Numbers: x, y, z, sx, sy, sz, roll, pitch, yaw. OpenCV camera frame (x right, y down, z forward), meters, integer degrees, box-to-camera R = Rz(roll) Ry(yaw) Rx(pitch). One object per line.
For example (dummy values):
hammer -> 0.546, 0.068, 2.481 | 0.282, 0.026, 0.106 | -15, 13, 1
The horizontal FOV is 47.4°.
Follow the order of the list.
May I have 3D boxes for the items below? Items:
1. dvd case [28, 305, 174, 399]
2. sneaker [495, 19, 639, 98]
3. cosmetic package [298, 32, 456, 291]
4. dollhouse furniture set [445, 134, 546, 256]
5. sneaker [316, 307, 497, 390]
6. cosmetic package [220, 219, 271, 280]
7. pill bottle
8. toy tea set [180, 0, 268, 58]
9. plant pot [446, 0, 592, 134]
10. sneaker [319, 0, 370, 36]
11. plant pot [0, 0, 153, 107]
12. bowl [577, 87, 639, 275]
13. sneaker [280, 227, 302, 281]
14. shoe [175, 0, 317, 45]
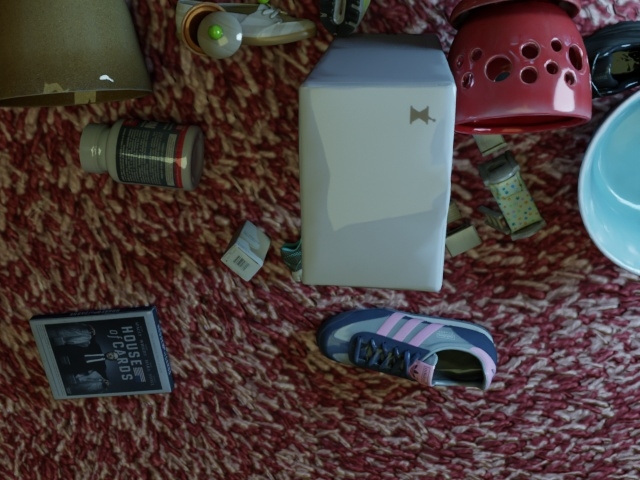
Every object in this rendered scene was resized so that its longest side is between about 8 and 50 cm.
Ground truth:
dvd case -> -0.409, 0.214, 1.373 | 0.239, 0.029, 0.179 | -5, 112, 8
sneaker -> 0.366, -0.247, 1.061 | 0.286, 0.130, 0.109 | -17, 112, 13
cosmetic package -> 0.079, -0.133, 0.956 | 0.161, 0.453, 0.230 | 2, 112, 5
dollhouse furniture set -> 0.241, -0.078, 1.156 | 0.161, 0.101, 0.182 | -27, 108, 15
sneaker -> 0.147, 0.193, 1.260 | 0.319, 0.131, 0.112 | 2, 113, 4
cosmetic package -> -0.123, 0.015, 1.219 | 0.060, 0.115, 0.041 | 40, 109, -12
pill bottle -> -0.286, -0.141, 1.172 | 0.180, 0.108, 0.108 | 6, 113, 2
toy tea set -> -0.154, -0.422, 0.997 | 0.200, 0.124, 0.336 | -18, 93, 9
plant pot -> 0.256, -0.235, 0.967 | 0.191, 0.191, 0.174 | -2, 89, 6
sneaker -> 0.047, -0.404, 1.042 | 0.081, 0.094, 0.208 | 20, 118, 13
plant pot -> -0.379, -0.331, 1.059 | 0.237, 0.237, 0.254 | -5, 97, 7
bowl -> 0.523, -0.111, 1.085 | 0.311, 0.163, 0.311 | 2, 112, 4
sneaker -> 0.000, 0.000, 1.233 | 0.166, 0.065, 0.076 | -36, 101, 16
shoe -> -0.114, -0.330, 1.096 | 0.219, 0.076, 0.058 | 3, 118, 6
